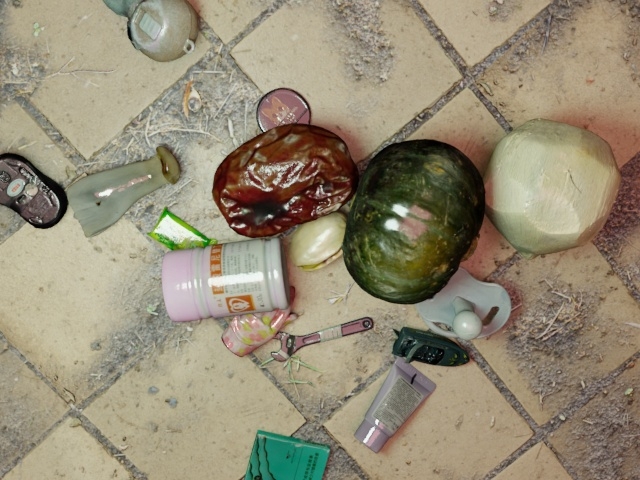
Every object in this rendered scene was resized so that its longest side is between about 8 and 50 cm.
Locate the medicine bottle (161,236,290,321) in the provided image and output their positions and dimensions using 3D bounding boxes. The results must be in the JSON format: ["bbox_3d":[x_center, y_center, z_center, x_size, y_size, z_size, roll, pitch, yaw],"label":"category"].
[{"bbox_3d":[-0.250,0.106,1.819,0.316,0.202,0.202,-8,99,1],"label":"medicine bottle"}]

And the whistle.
[{"bbox_3d":[-0.448,-0.597,1.779,0.348,0.189,0.189,41,93,13],"label":"whistle"}]

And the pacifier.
[{"bbox_3d":[0.399,0.209,1.916,0.287,0.225,0.238,29,113,-7],"label":"pacifier"}]

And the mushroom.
[{"bbox_3d":[-0.535,-0.140,1.851,0.329,0.122,0.159,-25,136,0],"label":"mushroom"}]

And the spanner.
[{"bbox_3d":[0.002,0.278,1.991,0.316,0.024,0.087,-16,94,-2],"label":"spanner"}]

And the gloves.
[{"bbox_3d":[-0.162,0.222,1.923,0.241,0.126,0.145,-44,94,10],"label":"gloves"}]

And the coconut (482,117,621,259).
[{"bbox_3d":[0.603,-0.127,1.827,0.347,0.346,0.360,23,90,-8],"label":"coconut"}]

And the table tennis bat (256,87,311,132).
[{"bbox_3d":[-0.073,-0.324,1.897,0.236,0.027,0.150,40,93,-7],"label":"table tennis bat"}]

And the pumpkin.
[{"bbox_3d":[0.243,-0.048,1.760,0.344,0.454,0.454,21,96,9],"label":"pumpkin"}]

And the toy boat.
[{"bbox_3d":[0.329,0.325,1.988,0.246,0.103,0.092,16,121,-12],"label":"toy boat"}]

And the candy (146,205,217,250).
[{"bbox_3d":[-0.393,-0.007,1.911,0.178,0.032,0.102,35,94,-9],"label":"candy"}]

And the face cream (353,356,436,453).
[{"bbox_3d":[0.213,0.497,2.015,0.154,0.096,0.273,40,80,-6],"label":"face cream"}]

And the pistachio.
[{"bbox_3d":[0.000,0.000,1.909,0.200,0.117,0.145,-42,61,9],"label":"pistachio"}]

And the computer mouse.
[{"bbox_3d":[-0.794,-0.134,1.829,0.137,0.096,0.233,-42,103,7],"label":"computer mouse"}]

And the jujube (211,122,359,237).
[{"bbox_3d":[-0.094,-0.160,1.797,0.377,0.276,0.276,-27,99,1],"label":"jujube"}]

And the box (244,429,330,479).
[{"bbox_3d":[-0.100,0.671,2.029,0.227,0.042,0.160,14,96,-7],"label":"box"}]
